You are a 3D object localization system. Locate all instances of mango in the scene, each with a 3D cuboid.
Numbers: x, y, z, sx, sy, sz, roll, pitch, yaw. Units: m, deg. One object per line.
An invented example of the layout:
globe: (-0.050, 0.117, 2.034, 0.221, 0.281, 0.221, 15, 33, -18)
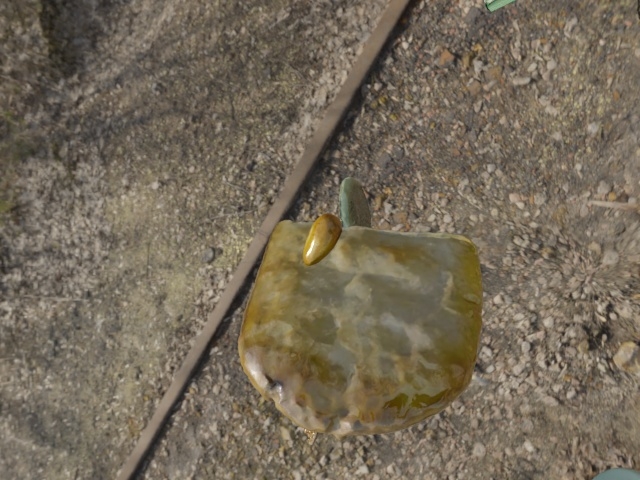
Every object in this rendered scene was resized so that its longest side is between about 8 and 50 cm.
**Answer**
mango: (0.000, 0.000, 0.668, 0.046, 0.060, 0.089, 31, 95, -15)

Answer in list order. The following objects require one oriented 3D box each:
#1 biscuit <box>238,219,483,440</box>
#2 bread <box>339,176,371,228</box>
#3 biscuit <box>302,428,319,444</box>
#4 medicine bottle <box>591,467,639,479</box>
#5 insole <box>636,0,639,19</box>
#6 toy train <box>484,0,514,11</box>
biscuit: (0.073, 0.131, 0.772, 0.429, 0.104, 0.446, 2, 43, 10)
bread: (0.121, -0.086, 1.433, 0.040, 0.267, 0.267, -9, 81, 22)
biscuit: (0.060, 0.494, 1.415, 0.054, 0.378, 0.094, 30, 132, 18)
medicine bottle: (0.183, 0.164, 0.224, 0.083, 0.047, 0.047, 40, 108, 2)
insole: (0.474, -0.272, 0.531, 0.009, 0.348, 0.119, 40, 117, 50)
toy train: (0.374, -0.466, 0.788, 0.148, 0.070, 0.038, 13, 128, 64)
